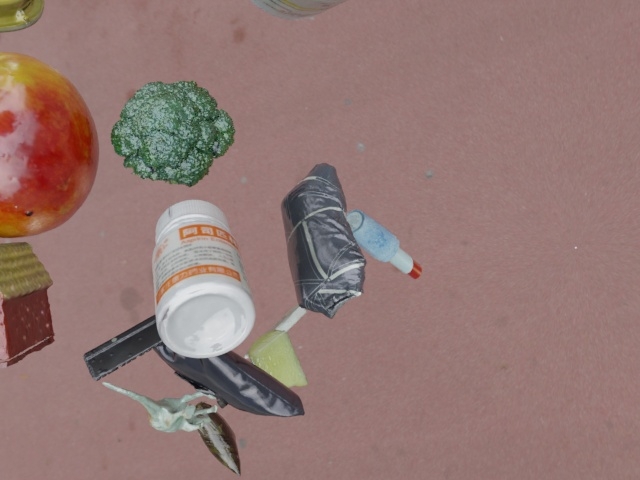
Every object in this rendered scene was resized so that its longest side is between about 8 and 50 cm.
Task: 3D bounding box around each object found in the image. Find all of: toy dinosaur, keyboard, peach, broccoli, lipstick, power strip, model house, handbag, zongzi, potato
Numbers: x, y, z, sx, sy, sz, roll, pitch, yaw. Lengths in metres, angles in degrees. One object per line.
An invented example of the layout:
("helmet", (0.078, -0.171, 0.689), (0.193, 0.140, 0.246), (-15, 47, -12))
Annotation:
("toy dinosaur", (-0.372, 0.419, 1.460), (0.205, 0.393, 0.092), (-25, 59, 31))
("keyboard", (-0.287, 0.160, 1.005), (0.072, 0.231, 0.023), (37, 150, 45))
("peach", (-0.645, -0.182, 1.225), (0.388, 0.388, 0.388), (0, 89, 23))
("broccoli", (-0.326, -0.224, 1.326), (0.270, 0.270, 0.270), (3, 63, -6))
("lipstick", (0.147, 0.018, 1.289), (0.061, 0.274, 0.068), (30, 87, 47))
("power strip", (-0.111, 0.238, 1.555), (0.227, 0.080, 0.029), (-43, 96, -13))
("model house", (-0.648, 0.110, 1.172), (0.160, 0.196, 0.254), (1, 96, 2))
("handbag", (-0.177, 0.248, 1.075), (0.211, 0.254, 0.088), (-10, 45, 49))
("zongzi", (-0.294, 0.552, 1.650), (0.084, 0.184, 0.187), (-35, 115, -12))
("potato", (-0.117, 0.303, 1.398), (0.081, 0.120, 0.149), (-12, 103, 50))

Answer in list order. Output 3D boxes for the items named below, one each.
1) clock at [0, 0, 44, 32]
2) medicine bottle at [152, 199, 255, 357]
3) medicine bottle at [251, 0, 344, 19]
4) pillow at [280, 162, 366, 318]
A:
("clock", (-0.460, -0.350, 0.723), (0.237, 0.237, 0.057), (52, 127, 16))
("medicine bottle", (-0.188, 0.050, 0.909), (0.144, 0.144, 0.252), (-51, 33, 15))
("medicine bottle", (-0.008, -0.487, 0.920), (0.232, 0.238, 0.238), (16, 98, 64))
("pillow", (0.000, 0.000, 1.061), (0.161, 0.092, 0.335), (-48, 36, 34))
